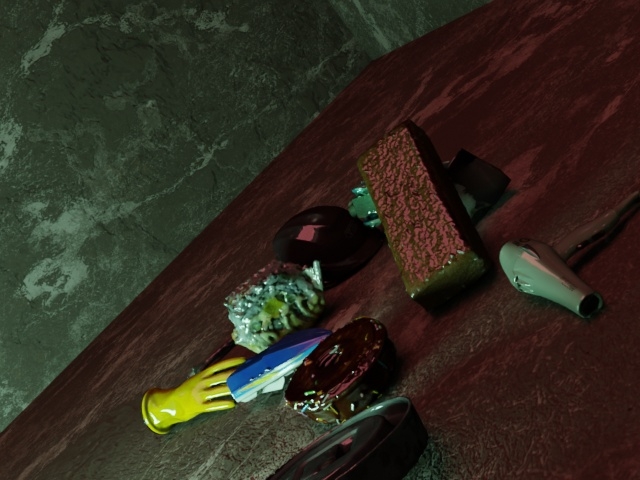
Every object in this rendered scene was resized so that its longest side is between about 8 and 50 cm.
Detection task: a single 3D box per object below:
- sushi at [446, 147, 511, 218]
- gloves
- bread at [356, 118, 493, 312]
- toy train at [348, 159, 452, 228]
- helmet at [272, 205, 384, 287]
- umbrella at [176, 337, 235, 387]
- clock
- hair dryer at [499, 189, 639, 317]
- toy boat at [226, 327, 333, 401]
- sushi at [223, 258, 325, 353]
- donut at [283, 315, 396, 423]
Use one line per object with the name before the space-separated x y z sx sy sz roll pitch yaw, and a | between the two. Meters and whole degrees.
sushi | 0.283 -0.065 1.707 0.273 0.134 0.109 -54 3 5
gloves | -0.282 0.372 1.847 0.294 0.116 0.133 -23 50 22
bread | 0.203 -0.063 1.574 0.165 0.113 0.417 -35 46 19
toy train | 0.218 -0.126 1.922 0.298 0.120 0.194 -14 10 33
helmet | 0.000 0.000 2.013 0.305 0.177 0.225 -29 18 37
umbrella | -0.291 0.316 2.066 0.269 0.044 0.044 -43 48 -8
clock | 0.021 0.342 1.133 0.312 0.061 0.312 -34 -1 -1
hair dryer | 0.432 0.026 1.225 0.267 0.092 0.229 -26 27 12
toy boat | -0.071 0.256 1.634 0.295 0.088 0.129 -34 3 37
sushi | -0.102 0.150 1.830 0.274 0.184 0.139 -41 18 -8
donut | 0.044 0.248 1.437 0.235 0.089 0.235 -36 18 14
